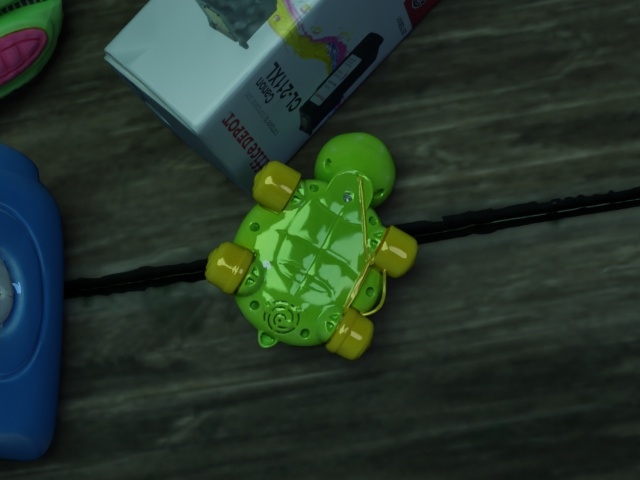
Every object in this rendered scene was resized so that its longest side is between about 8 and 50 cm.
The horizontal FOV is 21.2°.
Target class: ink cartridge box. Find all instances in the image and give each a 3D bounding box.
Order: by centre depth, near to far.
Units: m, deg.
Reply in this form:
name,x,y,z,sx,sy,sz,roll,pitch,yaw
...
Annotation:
name,x,y,z,sx,sy,sz,roll,pitch,yaw
ink cartridge box,-0.016,-0.120,0.910,0.072,0.127,0.175,42,88,18

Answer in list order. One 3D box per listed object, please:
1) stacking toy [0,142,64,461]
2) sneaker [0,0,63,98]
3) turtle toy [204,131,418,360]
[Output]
name,x,y,z,sx,sy,sz,roll,pitch,yaw
stacking toy,-0.298,0.040,0.935,0.301,0.175,0.166,-7,77,26
sneaker,-0.388,-0.159,0.970,0.482,0.202,0.185,1,115,-5
turtle toy,0.000,0.000,0.903,0.095,0.066,0.130,30,79,-4
